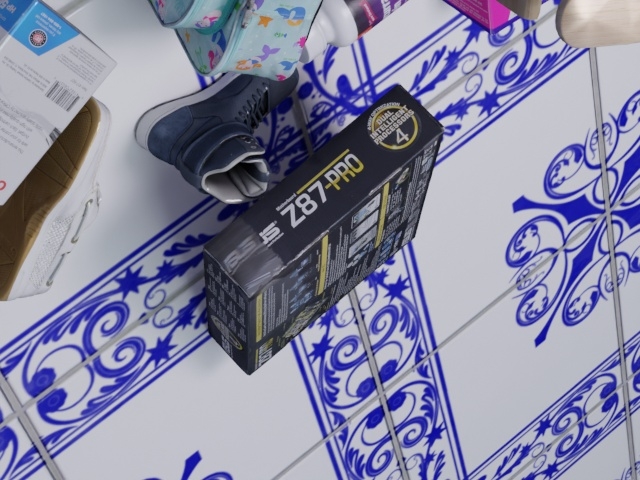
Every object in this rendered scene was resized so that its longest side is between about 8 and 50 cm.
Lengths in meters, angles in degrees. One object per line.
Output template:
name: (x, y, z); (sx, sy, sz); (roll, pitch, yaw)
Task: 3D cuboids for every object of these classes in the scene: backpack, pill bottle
backpack: (-0.088, -0.299, 1.810); (0.191, 0.225, 0.254); (-5, 133, -25)
pill bottle: (0.033, -0.300, 2.031); (0.193, 0.108, 0.108); (-39, 142, -14)

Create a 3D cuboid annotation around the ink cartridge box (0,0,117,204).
ink cartridge box: (-0.338, -0.159, 1.784); (0.203, 0.086, 0.148); (-50, 143, 1)

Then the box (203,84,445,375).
box: (0.000, 0.000, 2.149); (0.318, 0.097, 0.395); (-42, 168, -13)

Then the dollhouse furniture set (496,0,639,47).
dollhouse furniture set: (0.189, -0.433, 1.764); (0.256, 0.362, 0.394); (-8, 121, -25)

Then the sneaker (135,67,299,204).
sneaker: (-0.082, -0.130, 2.016); (0.226, 0.163, 0.086); (-31, 138, -26)

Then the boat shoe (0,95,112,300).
boat shoe: (-0.296, -0.051, 1.922); (0.096, 0.098, 0.277); (1, 130, -47)

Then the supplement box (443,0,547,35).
supplement box: (0.216, -0.391, 2.140); (0.111, 0.114, 0.220); (-33, 142, -21)
